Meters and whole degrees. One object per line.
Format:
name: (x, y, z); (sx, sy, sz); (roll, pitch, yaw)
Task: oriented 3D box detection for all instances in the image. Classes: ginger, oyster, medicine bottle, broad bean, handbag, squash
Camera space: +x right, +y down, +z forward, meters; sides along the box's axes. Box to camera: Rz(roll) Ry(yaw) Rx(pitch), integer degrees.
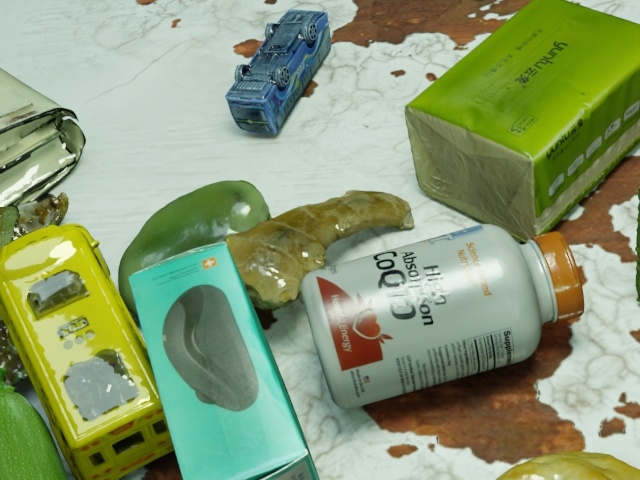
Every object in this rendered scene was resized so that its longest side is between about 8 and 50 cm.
ginger: (0.000, 0.000, 1.293); (0.294, 0.086, 0.131); (-25, 32, -33)
oyster: (-0.403, -0.010, 1.465); (0.148, 0.051, 0.103); (-36, 51, 6)
medicine bottle: (0.134, 0.074, 1.166); (0.289, 0.157, 0.157); (-16, 45, 0)
broad bean: (-0.158, 0.008, 1.353); (0.169, 0.100, 0.228); (19, 57, 31)
handbag: (-0.548, -0.174, 1.594); (0.237, 0.160, 0.358); (-36, 49, -27)
squash: (-0.292, 0.291, 1.070); (0.107, 0.107, 0.395); (-23, 55, -8)

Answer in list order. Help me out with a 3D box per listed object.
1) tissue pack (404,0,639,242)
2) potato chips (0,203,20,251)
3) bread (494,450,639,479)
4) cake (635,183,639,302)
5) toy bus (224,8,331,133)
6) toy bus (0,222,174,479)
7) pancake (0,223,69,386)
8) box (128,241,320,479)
tissue pack: (0.275, -0.160, 1.348); (0.200, 0.167, 0.275); (30, 61, 36)
potato chips: (-0.485, 0.032, 1.431); (0.142, 0.026, 0.209); (16, 70, 26)
bread: (0.227, 0.289, 0.951); (0.244, 0.134, 0.244); (-8, 48, 9)
cake: (0.382, -0.006, 1.128); (0.099, 0.235, 0.100); (-47, 46, -15)
toy bus: (-0.054, -0.252, 1.579); (0.079, 0.094, 0.236); (4, 46, 27)
toy bus: (-0.279, 0.105, 1.211); (0.144, 0.152, 0.330); (-26, 60, -14)
pancake: (-0.366, 0.119, 1.334); (0.197, 0.054, 0.376); (13, 52, 14)
box: (-0.087, 0.178, 1.093); (0.118, 0.205, 0.311); (-22, 44, -3)
